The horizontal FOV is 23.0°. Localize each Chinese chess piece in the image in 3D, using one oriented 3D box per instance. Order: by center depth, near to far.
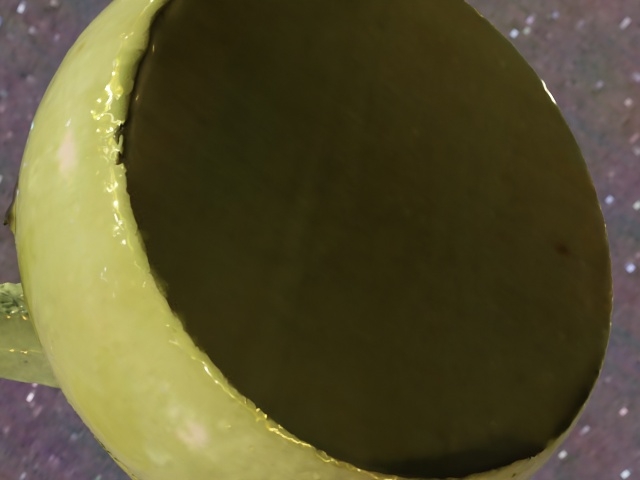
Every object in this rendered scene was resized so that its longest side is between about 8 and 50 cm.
[{"bbox_3d":[0.000,0.000,0.883,0.349,0.146,0.349,17,-122,-29],"label":"Chinese chess piece"}]

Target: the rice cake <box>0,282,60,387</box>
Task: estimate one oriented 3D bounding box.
[{"bbox_3d":[-0.294,0.049,1.094,0.336,0.066,0.063,12,-151,-7],"label":"rice cake"}]
